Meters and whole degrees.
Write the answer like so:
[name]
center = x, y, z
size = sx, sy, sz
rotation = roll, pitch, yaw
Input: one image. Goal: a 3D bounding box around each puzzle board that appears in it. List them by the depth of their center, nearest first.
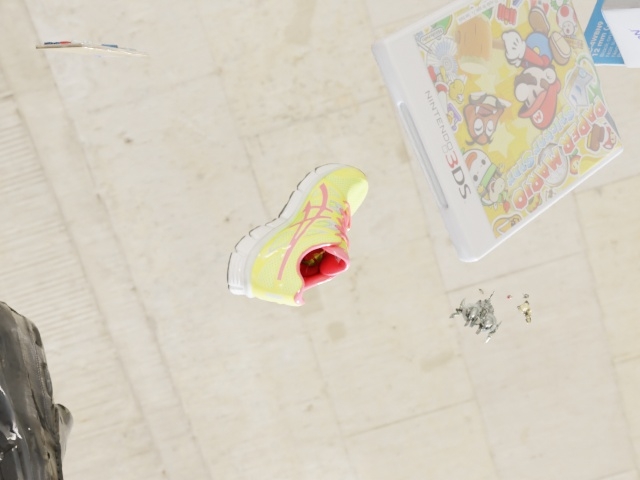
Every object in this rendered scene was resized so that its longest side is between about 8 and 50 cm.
[puzzle board]
center = -0.300, -0.251, 1.267
size = 0.128, 0.096, 0.011
rotation = 11, -81, 47

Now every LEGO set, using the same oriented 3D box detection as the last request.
[LEGO set]
center = 0.172, 0.073, 0.969
size = 0.023, 0.083, 0.054
rotation = -76, 141, -84

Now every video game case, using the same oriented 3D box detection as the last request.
[video game case]
center = 0.168, -0.124, 0.866
size = 0.026, 0.227, 0.206
rotation = -2, -63, 56

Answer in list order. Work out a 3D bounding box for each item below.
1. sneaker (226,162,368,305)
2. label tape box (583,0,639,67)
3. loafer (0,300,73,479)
[sneaker]
center = 0.000, 0.000, 0.985
size = 0.208, 0.094, 0.081
rotation = -48, 146, -36
[label tape box]
center = 0.364, -0.288, 0.848
size = 0.115, 0.249, 0.347
rotation = 27, -7, -34
[loafer]
center = -0.198, 0.130, 0.645
size = 0.078, 0.076, 0.223
rotation = 18, 34, -46
